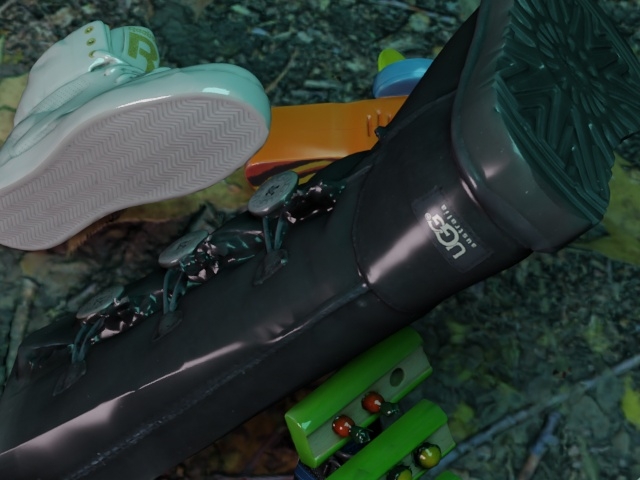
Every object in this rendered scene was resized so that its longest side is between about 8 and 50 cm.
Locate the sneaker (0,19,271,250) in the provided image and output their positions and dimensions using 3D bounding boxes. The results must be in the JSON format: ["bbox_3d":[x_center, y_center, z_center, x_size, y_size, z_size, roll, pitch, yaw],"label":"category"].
[{"bbox_3d":[-0.142,-0.111,1.349,0.108,0.292,0.169,39,49,-33],"label":"sneaker"}]

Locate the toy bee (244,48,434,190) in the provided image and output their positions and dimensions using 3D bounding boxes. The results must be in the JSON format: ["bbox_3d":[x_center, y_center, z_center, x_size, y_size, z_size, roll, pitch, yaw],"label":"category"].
[{"bbox_3d":[0.097,-0.057,1.437,0.298,0.162,0.195,10,66,24],"label":"toy bee"}]

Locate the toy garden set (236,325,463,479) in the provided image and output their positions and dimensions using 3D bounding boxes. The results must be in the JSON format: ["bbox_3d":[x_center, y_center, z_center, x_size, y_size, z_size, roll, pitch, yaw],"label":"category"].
[{"bbox_3d":[0.028,0.212,1.212,0.204,0.244,0.049,-37,37,-25],"label":"toy garden set"}]

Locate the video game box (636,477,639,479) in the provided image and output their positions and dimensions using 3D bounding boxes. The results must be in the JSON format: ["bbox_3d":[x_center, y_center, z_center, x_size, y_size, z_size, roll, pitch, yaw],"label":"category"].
[{"bbox_3d":[0.205,0.214,1.265,0.205,0.187,0.048,-34,72,-24],"label":"video game box"}]

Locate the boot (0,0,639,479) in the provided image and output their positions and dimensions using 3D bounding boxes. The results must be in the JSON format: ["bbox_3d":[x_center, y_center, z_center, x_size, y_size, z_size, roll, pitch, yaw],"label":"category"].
[{"bbox_3d":[-0.001,0.000,1.262,0.146,0.445,0.367,52,27,-6],"label":"boot"}]

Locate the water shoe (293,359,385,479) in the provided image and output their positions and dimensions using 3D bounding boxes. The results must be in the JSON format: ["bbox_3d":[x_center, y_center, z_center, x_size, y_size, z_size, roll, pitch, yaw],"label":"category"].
[{"bbox_3d":[0.009,0.183,1.309,0.073,0.080,0.203,7,60,-6],"label":"water shoe"}]
